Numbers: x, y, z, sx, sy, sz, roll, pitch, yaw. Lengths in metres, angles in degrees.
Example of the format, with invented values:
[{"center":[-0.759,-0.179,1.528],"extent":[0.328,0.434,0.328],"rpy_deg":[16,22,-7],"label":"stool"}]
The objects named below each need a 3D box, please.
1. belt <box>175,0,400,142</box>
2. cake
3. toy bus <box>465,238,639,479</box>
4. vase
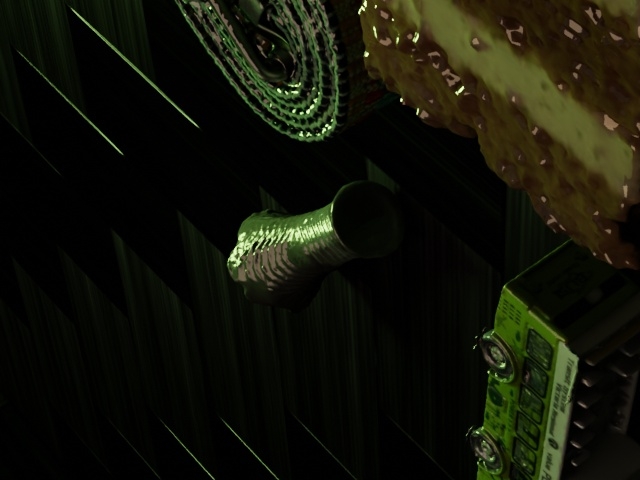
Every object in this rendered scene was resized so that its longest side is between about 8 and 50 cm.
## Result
[{"center":[-0.019,-0.218,1.594],"extent":[0.257,0.150,0.207],"rpy_deg":[58,149,-1],"label":"belt"},{"center":[0.182,-0.186,1.071],"extent":[0.282,0.256,0.290],"rpy_deg":[43,157,32],"label":"cake"},{"center":[0.210,0.141,1.627],"extent":[0.139,0.113,0.301],"rpy_deg":[41,151,30],"label":"toy bus"},{"center":[0.000,0.000,1.906],"extent":[0.115,0.115,0.237],"rpy_deg":[60,154,-2],"label":"vase"}]
